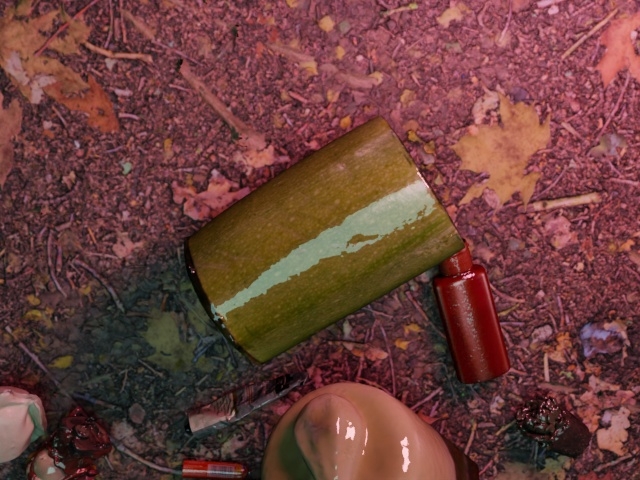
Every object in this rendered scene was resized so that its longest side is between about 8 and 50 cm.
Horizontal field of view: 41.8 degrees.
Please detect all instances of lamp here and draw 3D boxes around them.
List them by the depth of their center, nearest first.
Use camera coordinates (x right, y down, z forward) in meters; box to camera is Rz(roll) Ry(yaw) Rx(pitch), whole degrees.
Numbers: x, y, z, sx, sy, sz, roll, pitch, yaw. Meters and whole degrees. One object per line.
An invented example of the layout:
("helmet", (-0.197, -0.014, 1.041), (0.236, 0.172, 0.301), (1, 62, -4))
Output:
("lamp", (-0.482, 0.420, 1.499), (0.118, 0.118, 0.253), (40, 106, -13))

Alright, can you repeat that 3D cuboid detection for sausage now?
("sausage", (-0.192, 0.430, 1.564), (0.129, 0.034, 0.034), (4, 105, -6))

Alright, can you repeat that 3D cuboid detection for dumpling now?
("dumpling", (-0.550, 0.325, 1.472), (0.136, 0.118, 0.199), (19, 131, -23))

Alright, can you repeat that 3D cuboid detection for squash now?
("squash", (0.000, 0.000, 1.348), (0.384, 0.263, 0.263), (-31, 105, 5))

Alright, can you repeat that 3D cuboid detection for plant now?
("plant", (0.434, 0.349, 1.562), (0.143, 0.094, 0.092), (32, 111, -16))

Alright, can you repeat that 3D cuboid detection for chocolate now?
("chocolate", (0.063, 0.401, 1.378), (0.326, 0.297, 0.314), (38, 82, 27))

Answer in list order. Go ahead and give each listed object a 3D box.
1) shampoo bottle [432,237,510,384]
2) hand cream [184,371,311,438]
("shampoo bottle", (0.263, 0.125, 1.501), (0.102, 0.064, 0.260), (-17, 106, 1))
("hand cream", (-0.132, 0.298, 1.517), (0.247, 0.075, 0.052), (-22, 110, 4))
